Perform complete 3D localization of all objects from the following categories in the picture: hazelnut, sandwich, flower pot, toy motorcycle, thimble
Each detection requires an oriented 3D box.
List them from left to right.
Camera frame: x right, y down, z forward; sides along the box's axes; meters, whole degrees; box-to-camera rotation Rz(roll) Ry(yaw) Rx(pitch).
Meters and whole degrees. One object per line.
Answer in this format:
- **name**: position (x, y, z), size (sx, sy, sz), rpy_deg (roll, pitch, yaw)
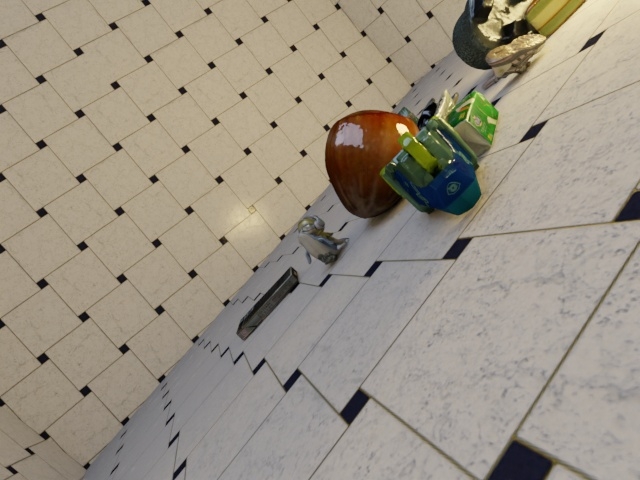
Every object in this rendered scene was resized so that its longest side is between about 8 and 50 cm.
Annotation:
- **hazelnut**: position (0.165, -0.249, 1.444), size (0.372, 0.314, 0.373), rpy_deg (-170, 90, -88)
- **thimble**: position (0.431, -0.594, 2.198), size (0.090, 0.118, 0.135), rpy_deg (-49, 24, 20)
- **toy motorcycle**: position (0.248, -0.147, 0.956), size (0.191, 0.200, 0.326), rpy_deg (-45, -2, 16)
- **flower pot**: position (0.638, -0.769, 1.546), size (0.299, 0.299, 0.283), rpy_deg (-48, 0, -2)
- **sandwich**: position (0.740, -0.752, 1.425), size (0.187, 0.117, 0.144), rpy_deg (-47, 6, 18)

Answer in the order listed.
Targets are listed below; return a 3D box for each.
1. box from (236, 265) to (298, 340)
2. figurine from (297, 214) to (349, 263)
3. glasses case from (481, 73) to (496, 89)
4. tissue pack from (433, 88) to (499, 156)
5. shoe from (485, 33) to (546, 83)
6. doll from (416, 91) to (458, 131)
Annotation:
- **box**: position (-0.216, 0.252, 1.823), size (0.325, 0.047, 0.180), rpy_deg (-48, 9, 3)
- **figurine**: position (0.000, 0.000, 1.533), size (0.128, 0.184, 0.208), rpy_deg (-41, -32, 27)
- **glasses case**: position (0.600, -0.560, 1.555), size (0.032, 0.021, 0.083), rpy_deg (-51, 9, -35)
- **tissue pack**: position (0.356, -0.301, 1.170), size (0.148, 0.156, 0.209), rpy_deg (-42, 11, 44)
- **shoe**: position (0.592, -0.546, 1.335), size (0.180, 0.092, 0.089), rpy_deg (-24, 38, 4)
- **doll**: position (0.398, -0.417, 1.640), size (0.317, 0.103, 0.145), rpy_deg (-56, -1, -7)
